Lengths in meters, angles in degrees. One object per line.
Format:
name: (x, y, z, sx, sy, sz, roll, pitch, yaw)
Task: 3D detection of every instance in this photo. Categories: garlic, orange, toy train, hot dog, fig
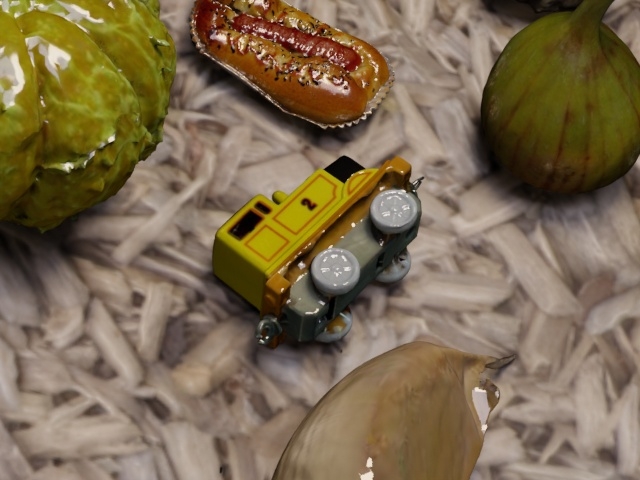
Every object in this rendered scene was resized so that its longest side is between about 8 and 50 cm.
garlic: (0.053, 0.191, 1.533, 0.196, 0.151, 0.338, 33, 47, -27)
orange: (-0.268, -0.146, 1.564, 0.300, 0.223, 0.301, 0, 59, -27)
toy train: (0.000, 0.000, 1.630, 0.127, 0.089, 0.219, 36, 60, 18)
hot dog: (-0.028, -0.166, 1.729, 0.191, 0.059, 0.108, 28, 55, 4)
fig: (0.218, -0.145, 1.664, 0.151, 0.259, 0.151, 2, 62, -3)

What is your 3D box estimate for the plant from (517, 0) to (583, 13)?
plant: (0.212, -0.352, 1.840, 0.146, 0.149, 0.274, -8, 55, 10)
